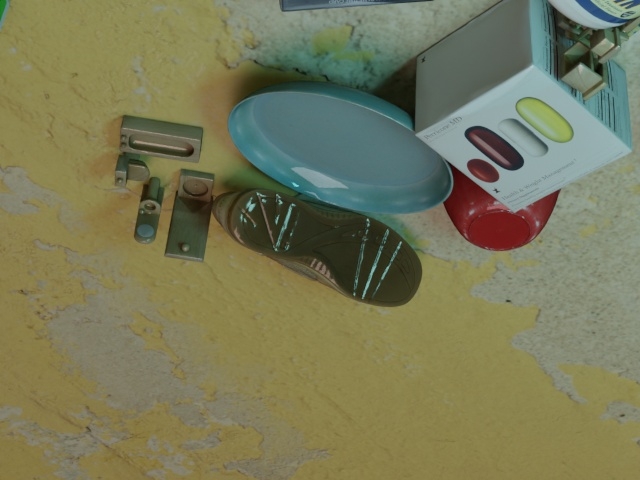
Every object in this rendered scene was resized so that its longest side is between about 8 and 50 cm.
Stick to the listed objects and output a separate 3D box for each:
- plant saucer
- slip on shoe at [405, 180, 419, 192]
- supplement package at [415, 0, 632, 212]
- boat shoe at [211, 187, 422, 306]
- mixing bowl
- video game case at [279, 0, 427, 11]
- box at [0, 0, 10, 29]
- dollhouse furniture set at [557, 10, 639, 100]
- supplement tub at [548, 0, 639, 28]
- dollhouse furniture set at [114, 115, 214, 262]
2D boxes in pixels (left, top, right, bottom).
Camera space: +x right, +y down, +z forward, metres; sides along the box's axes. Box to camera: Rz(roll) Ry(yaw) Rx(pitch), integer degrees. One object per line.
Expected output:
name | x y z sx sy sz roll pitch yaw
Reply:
plant saucer | 0.031 -0.129 1.904 0.317 0.044 0.317 16 157 7
slip on shoe | 0.144 -0.112 1.981 0.041 0.051 0.135 46 149 13
supplement package | 0.258 -0.176 1.803 0.203 0.149 0.194 34 133 -31
boat shoe | 0.000 0.000 2.087 0.341 0.122 0.110 26 177 -27
mixing bowl | 0.255 -0.049 1.997 0.181 0.098 0.181 3 141 2
video game case | 0.045 -0.386 1.651 0.196 0.026 0.274 -5 139 -3
box | -0.578 -0.280 1.793 0.262 0.127 0.231 -25 131 32
dollhouse furniture set | 0.382 -0.267 1.670 0.101 0.161 0.182 28 136 -25
supplement tub | 0.377 -0.379 1.448 0.324 0.235 0.235 -21 134 41
dollhouse furniture set | -0.224 -0.072 2.003 0.144 0.123 0.151 9 140 -4
